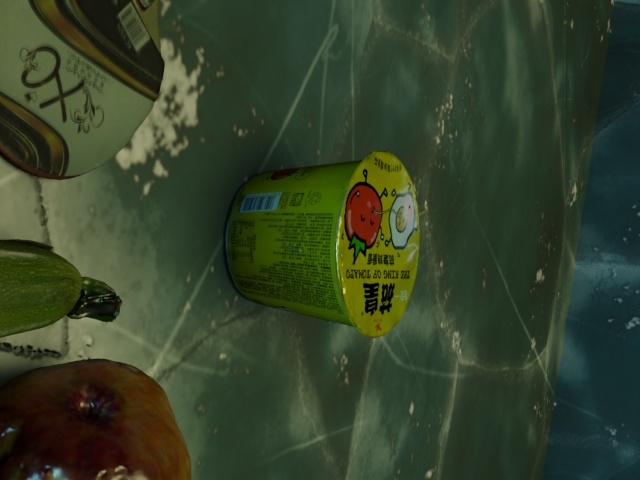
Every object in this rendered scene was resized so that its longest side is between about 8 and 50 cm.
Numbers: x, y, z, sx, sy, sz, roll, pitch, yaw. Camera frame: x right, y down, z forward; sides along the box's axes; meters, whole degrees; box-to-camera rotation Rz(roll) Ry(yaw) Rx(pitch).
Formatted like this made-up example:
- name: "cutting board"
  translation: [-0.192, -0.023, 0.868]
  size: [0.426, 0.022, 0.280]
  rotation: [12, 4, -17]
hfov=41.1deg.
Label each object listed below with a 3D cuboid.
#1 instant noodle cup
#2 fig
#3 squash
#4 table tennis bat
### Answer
- name: "instant noodle cup"
  translation: [0.000, 0.000, 0.856]
  size: [0.182, 0.144, 0.182]
  rotation: [-11, 102, -59]
- name: "fig"
  translation: [-0.172, 0.202, 0.621]
  size: [0.159, 0.159, 0.257]
  rotation: [-49, 154, -46]
- name: "squash"
  translation: [-0.246, 0.041, 0.494]
  size: [0.080, 0.071, 0.318]
  rotation: [54, 26, 14]
- name: "table tennis bat"
  translation: [-0.164, -0.176, 0.667]
  size: [0.301, 0.022, 0.173]
  rotation: [-59, 142, -34]
